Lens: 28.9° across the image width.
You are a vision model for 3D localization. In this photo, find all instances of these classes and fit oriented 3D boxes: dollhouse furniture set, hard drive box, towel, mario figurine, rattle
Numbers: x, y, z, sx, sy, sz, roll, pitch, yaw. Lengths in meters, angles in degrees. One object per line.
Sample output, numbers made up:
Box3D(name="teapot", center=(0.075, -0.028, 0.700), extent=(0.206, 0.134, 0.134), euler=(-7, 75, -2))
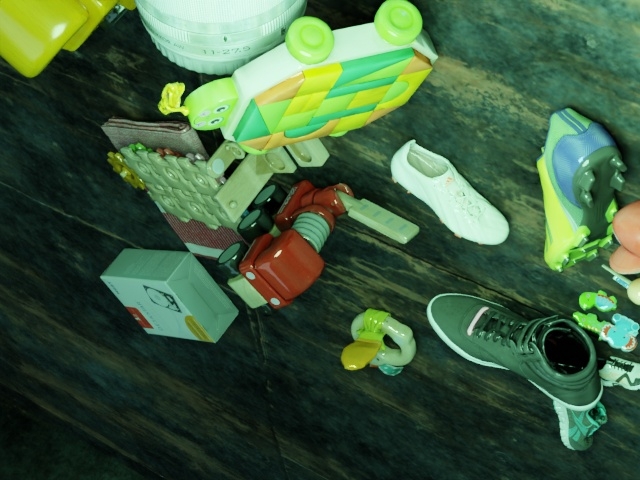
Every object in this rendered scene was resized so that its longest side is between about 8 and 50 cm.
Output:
Box3D(name="dollhouse furniture set", center=(-0.091, -0.118, 1.890), extent=(0.151, 0.123, 0.144), euler=(3, 138, 46))
Box3D(name="hard drive box", center=(-0.308, 0.110, 2.525), extent=(0.232, 0.089, 0.181), euler=(2, 136, 48))
Box3D(name="towel", center=(-0.222, -0.083, 2.169), extent=(0.237, 0.037, 0.329), euler=(11, 142, 44))
Box3D(name="mario figurine", center=(0.463, 0.081, 1.531), extent=(0.320, 0.170, 0.198), euler=(43, 154, -16))
Box3D(name="rattle", center=(0.093, 0.224, 2.204), extent=(0.130, 0.142, 0.199), euler=(16, 145, -1))

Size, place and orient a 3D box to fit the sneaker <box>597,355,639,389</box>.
Box3D(name="sneaker", center=(0.451, 0.196, 1.855), extent=(0.109, 0.040, 0.043), euler=(-8, 127, 53))

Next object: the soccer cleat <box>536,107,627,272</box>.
Box3D(name="soccer cleat", center=(0.322, -0.061, 1.583), extent=(0.121, 0.093, 0.289), euler=(58, 168, 28))

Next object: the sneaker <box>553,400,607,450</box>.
Box3D(name="sneaker", center=(0.429, 0.292, 2.007), extent=(0.076, 0.065, 0.166), euler=(11, 145, 32))

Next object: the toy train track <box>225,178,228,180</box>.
Box3D(name="toy train track", center=(-0.163, -0.097, 2.123), extent=(0.083, 0.014, 0.048), euler=(10, 142, 40))

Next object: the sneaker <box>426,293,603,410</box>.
Box3D(name="sneaker", center=(0.293, 0.138, 1.850), extent=(0.296, 0.104, 0.147), euler=(29, 159, 19))

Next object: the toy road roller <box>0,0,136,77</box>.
Box3D(name="toy road roller", center=(-0.345, -0.364, 1.674), extent=(0.202, 0.240, 0.329), euler=(42, 152, -12))

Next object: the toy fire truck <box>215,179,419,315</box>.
Box3D(name="toy fire truck", center=(0.000, 0.000, 1.899), extent=(0.246, 0.217, 0.158), euler=(-22, 118, 42))

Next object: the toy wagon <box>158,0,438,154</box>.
Box3D(name="toy wagon", center=(-0.029, -0.184, 1.529), extent=(0.068, 0.344, 0.267), euler=(68, 156, 14))

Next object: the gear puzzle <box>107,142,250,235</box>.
Box3D(name="gear puzzle", center=(-0.243, -0.100, 2.089), extent=(0.339, 0.044, 0.175), euler=(13, 146, 46))

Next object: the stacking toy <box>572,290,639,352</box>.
Box3D(name="stacking toy", center=(0.449, 0.149, 1.719), extent=(0.221, 0.052, 0.167), euler=(29, 170, 15))

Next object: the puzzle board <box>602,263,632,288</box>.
Box3D(name="puzzle board", center=(0.439, 0.081, 1.651), extent=(0.128, 0.011, 0.096), euler=(35, -175, -16))

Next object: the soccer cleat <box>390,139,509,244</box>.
Box3D(name="soccer cleat", center=(0.183, -0.065, 1.732), extent=(0.196, 0.068, 0.076), euler=(36, 149, 6))

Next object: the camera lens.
Box3D(name="camera lens", center=(-0.123, -0.358, 1.456), extent=(0.219, 0.219, 0.274), euler=(27, 151, 17))
